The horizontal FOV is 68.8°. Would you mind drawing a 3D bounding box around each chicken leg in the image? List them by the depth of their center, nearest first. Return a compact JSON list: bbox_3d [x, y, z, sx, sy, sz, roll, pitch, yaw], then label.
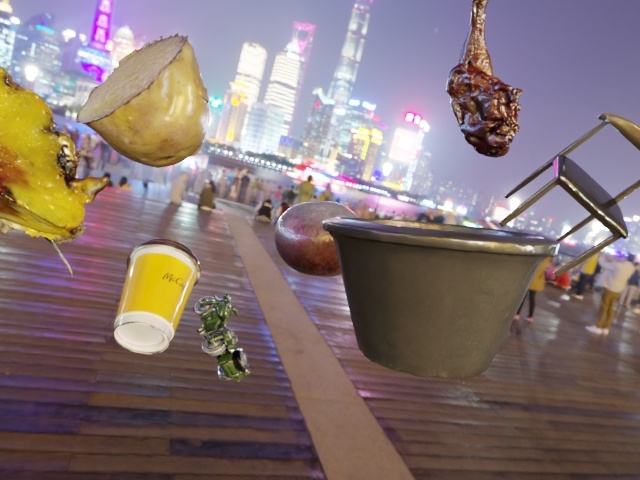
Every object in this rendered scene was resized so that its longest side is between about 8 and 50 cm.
[{"bbox_3d":[0.206,-0.206,0.598,0.053,0.204,0.093,-16,-7,-30],"label":"chicken leg"}]

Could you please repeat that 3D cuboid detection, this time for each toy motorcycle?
[{"bbox_3d":[-0.300,0.300,1.458,0.127,0.205,0.275,-23,40,-5],"label":"toy motorcycle"}]

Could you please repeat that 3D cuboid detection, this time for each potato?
[{"bbox_3d":[-0.371,-0.297,1.106,0.289,0.300,0.237,5,-33,36],"label":"potato"}]

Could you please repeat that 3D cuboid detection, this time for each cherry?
[{"bbox_3d":[0.004,0.001,0.860,0.176,0.139,0.176,6,24,-3],"label":"cherry"}]

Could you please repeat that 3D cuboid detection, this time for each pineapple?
[{"bbox_3d":[-0.389,-0.109,0.509,0.335,0.161,0.158,29,-43,-32],"label":"pineapple"}]

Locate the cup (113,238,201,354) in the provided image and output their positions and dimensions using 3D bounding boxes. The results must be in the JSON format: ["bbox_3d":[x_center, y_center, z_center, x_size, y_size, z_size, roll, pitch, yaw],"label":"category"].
[{"bbox_3d":[-0.423,0.138,1.201,0.197,0.196,0.279,13,41,-12],"label":"cup"}]

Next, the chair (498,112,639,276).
[{"bbox_3d":[0.509,-0.090,0.900,0.188,0.272,0.166,41,36,-1],"label":"chair"}]

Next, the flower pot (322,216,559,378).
[{"bbox_3d":[0.130,0.060,0.561,0.269,0.166,0.269,4,7,0],"label":"flower pot"}]
